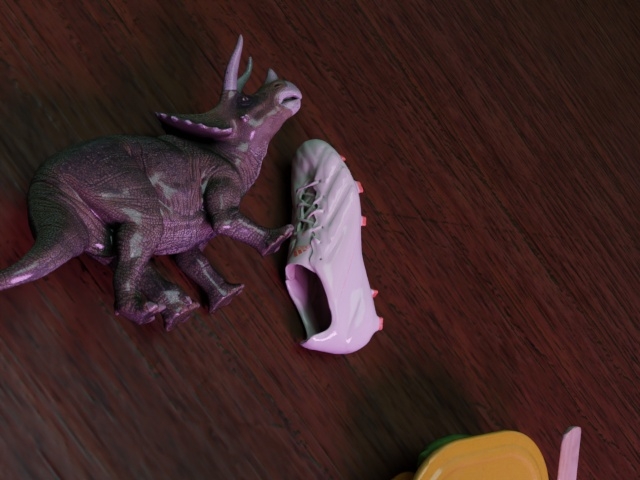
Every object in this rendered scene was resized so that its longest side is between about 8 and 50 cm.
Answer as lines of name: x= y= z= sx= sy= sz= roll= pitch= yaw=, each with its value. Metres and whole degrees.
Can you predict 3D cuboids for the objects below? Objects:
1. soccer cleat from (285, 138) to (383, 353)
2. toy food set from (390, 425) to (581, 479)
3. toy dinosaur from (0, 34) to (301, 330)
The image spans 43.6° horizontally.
soccer cleat: x=0.000 y=0.000 z=0.687 sx=0.076 sy=0.068 sz=0.196 roll=1 pitch=69 yaw=-38
toy food set: x=0.125 y=0.220 z=0.677 sx=0.217 sy=0.071 sz=0.128 roll=3 pitch=88 yaw=-38
toy dinosaur: x=-0.127 y=-0.022 z=0.574 sx=0.313 sy=0.121 sz=0.160 roll=-29 pitch=75 yaw=-42
